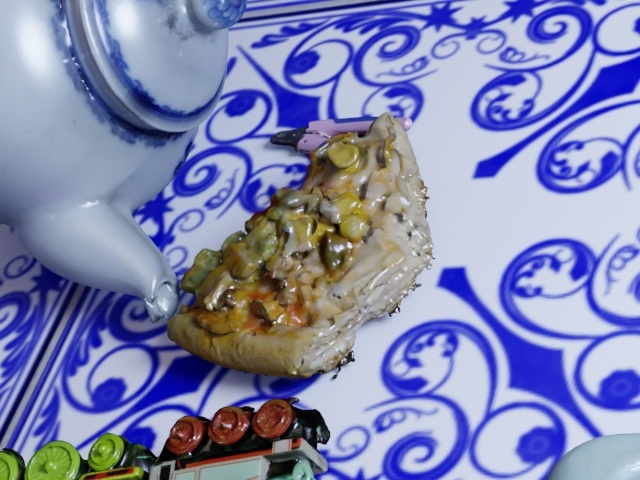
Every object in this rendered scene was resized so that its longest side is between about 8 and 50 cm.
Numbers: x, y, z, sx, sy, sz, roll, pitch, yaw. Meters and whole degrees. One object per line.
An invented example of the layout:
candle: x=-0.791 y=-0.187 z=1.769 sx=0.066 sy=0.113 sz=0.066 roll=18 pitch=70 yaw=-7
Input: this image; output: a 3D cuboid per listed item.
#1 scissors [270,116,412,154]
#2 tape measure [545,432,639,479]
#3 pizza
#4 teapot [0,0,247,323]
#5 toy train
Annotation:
scissors: x=0.012 y=-0.074 z=1.293 sx=0.113 sy=0.012 sz=0.039 roll=1 pitch=49 yaw=32
tape measure: x=0.198 y=0.203 z=0.762 sx=0.243 sy=0.125 sz=0.246 roll=14 pitch=40 yaw=2
pizza: x=0.000 y=0.000 z=1.177 sx=0.226 sy=0.069 sz=0.147 roll=-44 pitch=39 yaw=-12
teapot: x=-0.170 y=-0.140 z=1.277 sx=0.280 sy=0.252 sz=0.424 roll=-14 pitch=77 yaw=32
toy train: x=-0.110 y=0.152 z=1.104 sx=0.250 sy=0.053 sz=0.085 roll=-13 pitch=50 yaw=19
